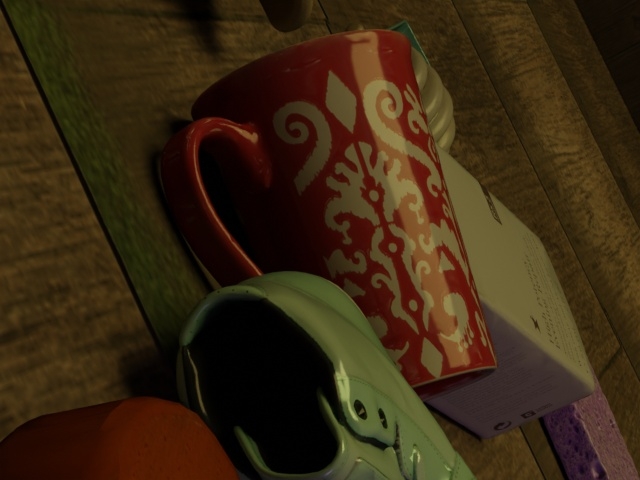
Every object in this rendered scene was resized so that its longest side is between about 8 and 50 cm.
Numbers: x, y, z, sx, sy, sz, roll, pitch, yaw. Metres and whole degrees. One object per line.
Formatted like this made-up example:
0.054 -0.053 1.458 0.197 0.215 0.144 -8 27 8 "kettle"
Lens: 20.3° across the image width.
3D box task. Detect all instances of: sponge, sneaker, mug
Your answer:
0.200 0.152 1.317 0.210 0.031 0.117 68 17 13 "sponge"
0.023 0.126 0.707 0.256 0.094 0.151 56 9 10 "sneaker"
0.000 0.002 0.864 0.113 0.150 0.169 133 -60 -69 "mug"

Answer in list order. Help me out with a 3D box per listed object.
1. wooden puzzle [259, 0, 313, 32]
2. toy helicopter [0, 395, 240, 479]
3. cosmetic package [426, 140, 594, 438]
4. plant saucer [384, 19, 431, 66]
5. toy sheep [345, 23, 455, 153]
-0.061 -0.261 0.967 0.221 0.044 0.239 -114 -177 -50 "wooden puzzle"
-0.098 0.169 0.238 0.235 0.140 0.355 44 37 -64 "toy helicopter"
0.072 0.026 1.032 0.231 0.085 0.117 37 31 -59 "cosmetic package"
0.056 -0.123 1.319 0.067 0.018 0.192 62 17 -5 "plant saucer"
0.038 -0.075 1.079 0.091 0.091 0.132 -97 173 -48 "toy sheep"
